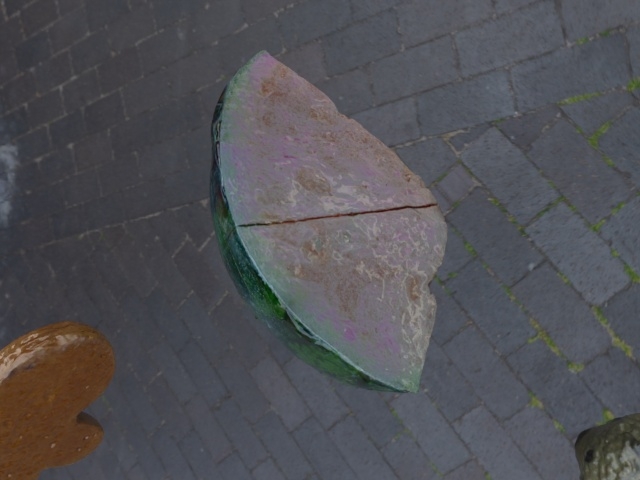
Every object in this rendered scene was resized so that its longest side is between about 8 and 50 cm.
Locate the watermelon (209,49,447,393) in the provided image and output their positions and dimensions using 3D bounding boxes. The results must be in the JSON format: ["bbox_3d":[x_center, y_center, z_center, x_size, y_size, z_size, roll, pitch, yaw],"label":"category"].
[{"bbox_3d":[-0.027,0.000,0.643,0.319,0.292,0.222,32,148,-7],"label":"watermelon"}]

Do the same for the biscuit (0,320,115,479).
[{"bbox_3d":[-0.314,0.202,0.521,0.049,0.205,0.324,45,104,33],"label":"biscuit"}]

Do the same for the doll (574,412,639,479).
[{"bbox_3d":[0.304,0.253,0.555,0.091,0.285,0.203,35,96,37],"label":"doll"}]
